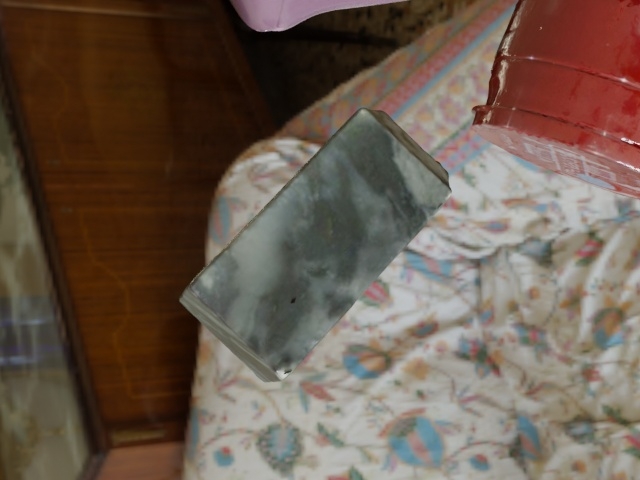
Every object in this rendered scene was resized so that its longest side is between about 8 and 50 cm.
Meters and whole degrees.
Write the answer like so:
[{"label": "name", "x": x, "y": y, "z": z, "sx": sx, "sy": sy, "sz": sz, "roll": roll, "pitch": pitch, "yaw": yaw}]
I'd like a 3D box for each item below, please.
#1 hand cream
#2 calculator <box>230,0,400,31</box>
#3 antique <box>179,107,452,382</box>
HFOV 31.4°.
[{"label": "hand cream", "x": 0.264, "y": -0.132, "z": 1.038, "sx": 0.230, "sy": 0.230, "sz": 0.149, "roll": 26, "pitch": 94, "yaw": 58}, {"label": "calculator", "x": 0.052, "y": -0.177, "z": 0.445, "sx": 0.294, "sy": 0.194, "sz": 0.043, "roll": 108, "pitch": 149, "yaw": -64}, {"label": "antique", "x": 0.000, "y": 0.000, "z": 0.763, "sx": 0.086, "sy": 0.183, "sz": 0.088, "roll": 44, "pitch": 166, "yaw": -2}]
